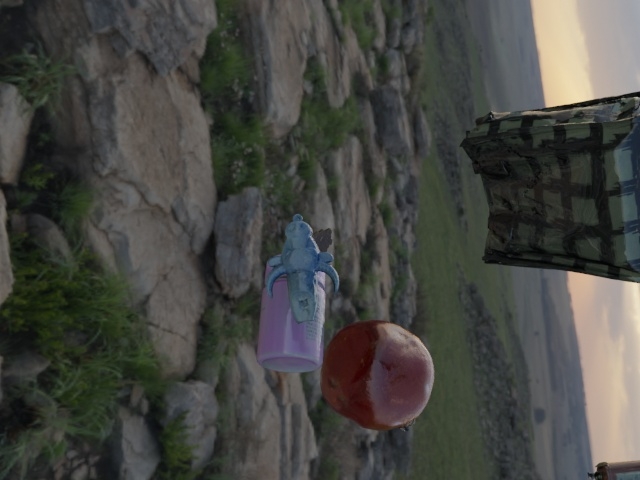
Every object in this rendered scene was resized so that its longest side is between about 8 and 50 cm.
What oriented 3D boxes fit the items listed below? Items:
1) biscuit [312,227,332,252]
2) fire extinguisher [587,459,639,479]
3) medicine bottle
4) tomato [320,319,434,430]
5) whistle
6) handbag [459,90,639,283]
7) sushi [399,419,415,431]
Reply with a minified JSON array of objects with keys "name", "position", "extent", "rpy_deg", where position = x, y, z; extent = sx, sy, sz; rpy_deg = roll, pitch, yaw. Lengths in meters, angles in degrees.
[{"name":"biscuit","position":[0.000,0.000,1.906],"extent":[0.092,0.016,0.082],"rpy_deg":[6,99,-39]},{"name":"fire extinguisher","position":[0.629,0.479,1.294],"extent":[0.062,0.177,0.050],"rpy_deg":[93,-8,-62]},{"name":"medicine bottle","position":[-0.075,0.197,1.701],"extent":[0.178,0.178,0.291],"rpy_deg":[49,37,-54]},{"name":"tomato","position":[0.168,0.395,1.864],"extent":[0.290,0.293,0.325],"rpy_deg":[-62,-159,21]},{"name":"whistle","position":[-0.048,0.068,1.543],"extent":[0.093,0.180,0.269],"rpy_deg":[79,5,-81]},{"name":"handbag","position":[0.451,-0.095,1.175],"extent":[0.162,0.326,0.325],"rpy_deg":[-42,124,-43]},{"name":"sushi","position":[0.273,0.562,2.313],"extent":[0.140,0.149,0.287],"rpy_deg":[15,64,-58]}]
